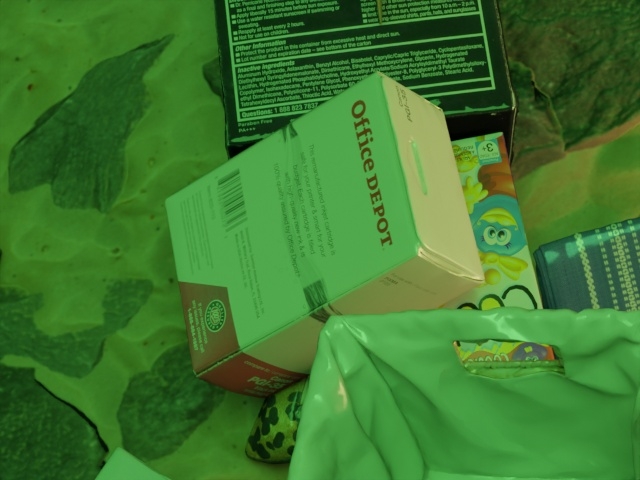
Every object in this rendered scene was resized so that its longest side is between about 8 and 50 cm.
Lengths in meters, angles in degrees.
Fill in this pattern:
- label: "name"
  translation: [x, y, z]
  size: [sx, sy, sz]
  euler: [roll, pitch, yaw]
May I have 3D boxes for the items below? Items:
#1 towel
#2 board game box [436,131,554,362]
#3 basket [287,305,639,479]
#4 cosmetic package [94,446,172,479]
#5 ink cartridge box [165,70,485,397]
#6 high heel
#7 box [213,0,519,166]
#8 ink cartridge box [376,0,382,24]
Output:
- label: "towel"
  translation: [0.393, 0.078, 1.839]
  size: [0.336, 0.040, 0.243]
  euler: [-15, 98, -2]
- label: "board game box"
  translation: [0.144, 0.053, 1.871]
  size: [0.144, 0.142, 0.275]
  euler: [-11, 67, 1]
- label: "basket"
  translation: [0.160, 0.261, 1.585]
  size: [0.328, 0.266, 0.331]
  euler: [-2, 55, 21]
- label: "cosmetic package"
  translation: [-0.174, 0.327, 1.786]
  size: [0.151, 0.151, 0.183]
  euler: [31, 75, 16]
- label: "ink cartridge box"
  translation: [0.000, 0.000, 1.792]
  size: [0.283, 0.117, 0.207]
  euler: [-29, 57, 29]
- label: "high heel"
  translation: [-0.026, 0.097, 1.915]
  size: [0.186, 0.093, 0.261]
  euler: [-33, 49, 19]
- label: "box"
  translation: [0.040, -0.212, 1.965]
  size: [0.296, 0.182, 0.294]
  euler: [-7, 68, 0]
- label: "ink cartridge box"
  translation: [0.089, -0.333, 1.857]
  size: [0.062, 0.109, 0.209]
  euler: [1, 67, 5]
